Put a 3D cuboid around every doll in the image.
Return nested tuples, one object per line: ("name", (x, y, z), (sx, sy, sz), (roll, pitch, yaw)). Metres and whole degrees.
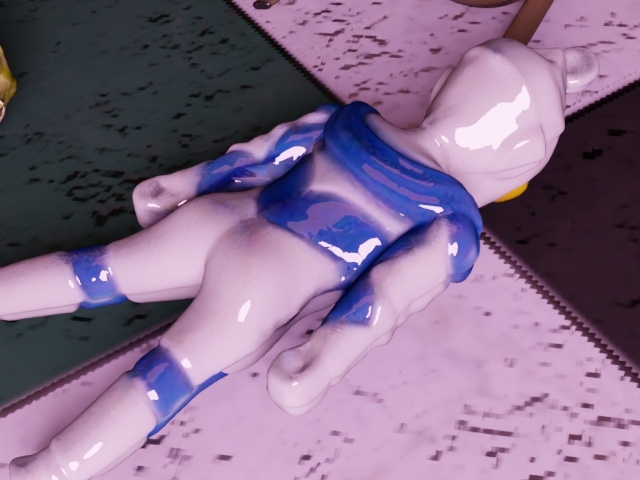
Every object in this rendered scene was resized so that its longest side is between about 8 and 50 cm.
("doll", (0.000, 0.000, 0.379), (0.227, 0.057, 0.114), (-30, 43, -9))

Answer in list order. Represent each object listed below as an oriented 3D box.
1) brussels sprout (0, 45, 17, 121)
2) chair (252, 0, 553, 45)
("brussels sprout", (-0.150, -0.058, 0.455), (0.085, 0.058, 0.085), (-20, 54, 31))
("chair", (0.074, -0.154, 0.496), (0.095, 0.104, 0.221), (15, 50, 43))
